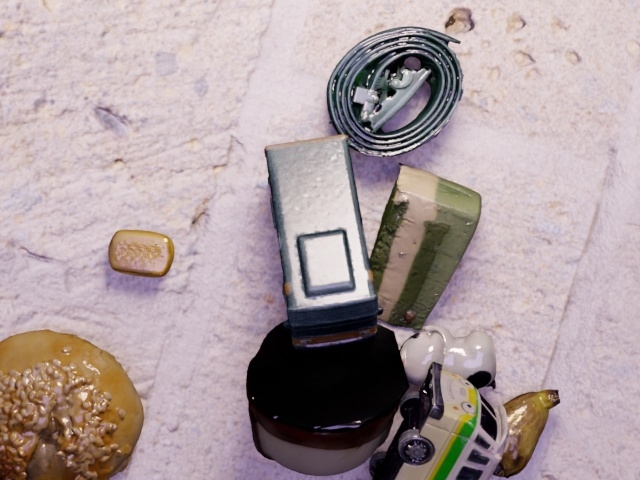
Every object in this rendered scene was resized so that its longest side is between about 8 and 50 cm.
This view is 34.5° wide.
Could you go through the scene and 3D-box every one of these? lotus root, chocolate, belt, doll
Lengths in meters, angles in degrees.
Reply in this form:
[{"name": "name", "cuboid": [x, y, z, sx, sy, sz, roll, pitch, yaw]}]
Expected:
[{"name": "lotus root", "cuboid": [0.353, 0.335, 1.841, 0.108, 0.094, 0.191, 43, 83, -23]}, {"name": "chocolate", "cuboid": [0.011, 0.275, 1.750, 0.283, 0.284, 0.186, -8, 129, -2]}, {"name": "belt", "cuboid": [0.135, -0.263, 1.789, 0.267, 0.116, 0.206, -35, 97, 3]}, {"name": "doll", "cuboid": [0.221, 0.208, 1.817, 0.180, 0.110, 0.107, 6, 72, 2]}]

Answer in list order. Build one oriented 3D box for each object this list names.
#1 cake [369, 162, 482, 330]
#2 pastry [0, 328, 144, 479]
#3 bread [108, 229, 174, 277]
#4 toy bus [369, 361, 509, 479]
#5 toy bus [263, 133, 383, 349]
[{"name": "cake", "cuboid": [0.163, 0.022, 1.779, 0.158, 0.172, 0.284, 20, 94, -1]}, {"name": "pastry", "cuboid": [-0.465, 0.300, 1.759, 0.315, 0.184, 0.284, 24, 91, -3]}, {"name": "bread", "cuboid": [-0.313, 0.023, 1.815, 0.115, 0.056, 0.082, 3, 89, 3]}, {"name": "toy bus", "cuboid": [0.197, 0.379, 1.758, 0.179, 0.143, 0.305, 21, 115, -4]}, {"name": "toy bus", "cuboid": [0.000, 0.000, 1.712, 0.162, 0.194, 0.323, -8, 67, -2]}]
